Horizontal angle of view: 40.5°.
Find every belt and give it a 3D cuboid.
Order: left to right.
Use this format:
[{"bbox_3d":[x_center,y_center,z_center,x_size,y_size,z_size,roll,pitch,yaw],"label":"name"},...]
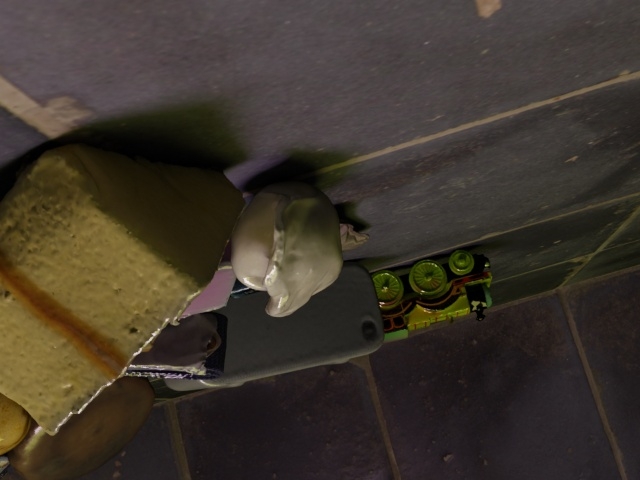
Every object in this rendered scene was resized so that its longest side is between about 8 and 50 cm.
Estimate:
[{"bbox_3d":[-0.259,0.147,1.340,0.230,0.126,0.139,7,162,-18],"label":"belt"}]

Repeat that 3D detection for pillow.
[{"bbox_3d":[0.000,0.000,1.316,0.130,0.038,0.232,-15,170,9],"label":"pillow"}]

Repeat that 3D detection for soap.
[{"bbox_3d":[-0.209,0.047,1.165,0.181,0.081,0.259,-12,166,-13],"label":"soap"}]

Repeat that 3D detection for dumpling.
[{"bbox_3d":[-0.039,0.011,1.032,0.132,0.163,0.250,-1,177,0],"label":"dumpling"}]

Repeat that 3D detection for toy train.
[{"bbox_3d":[0.229,0.120,1.849,0.296,0.161,0.100,-16,161,0],"label":"toy train"}]

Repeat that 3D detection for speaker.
[{"bbox_3d":[-0.098,0.165,1.603,0.406,0.183,0.184,-8,170,-33],"label":"speaker"}]

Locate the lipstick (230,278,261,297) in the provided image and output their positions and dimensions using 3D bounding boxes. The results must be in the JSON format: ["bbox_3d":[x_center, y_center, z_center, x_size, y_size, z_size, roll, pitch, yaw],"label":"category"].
[{"bbox_3d":[-0.201,0.084,1.409,0.312,0.051,0.051,-16,167,6],"label":"lipstick"}]

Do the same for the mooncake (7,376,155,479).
[{"bbox_3d":[-0.461,0.307,1.609,0.290,0.161,0.290,-31,148,-22],"label":"mooncake"}]

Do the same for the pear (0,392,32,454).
[{"bbox_3d":[-0.545,0.240,1.337,0.208,0.209,0.209,-15,168,-3],"label":"pear"}]

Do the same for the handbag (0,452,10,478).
[{"bbox_3d":[-0.714,0.378,1.696,0.303,0.122,0.329,-47,151,23],"label":"handbag"}]

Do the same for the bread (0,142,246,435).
[{"bbox_3d":[-0.228,0.017,0.879,0.263,0.198,0.236,-43,-173,22],"label":"bread"}]
